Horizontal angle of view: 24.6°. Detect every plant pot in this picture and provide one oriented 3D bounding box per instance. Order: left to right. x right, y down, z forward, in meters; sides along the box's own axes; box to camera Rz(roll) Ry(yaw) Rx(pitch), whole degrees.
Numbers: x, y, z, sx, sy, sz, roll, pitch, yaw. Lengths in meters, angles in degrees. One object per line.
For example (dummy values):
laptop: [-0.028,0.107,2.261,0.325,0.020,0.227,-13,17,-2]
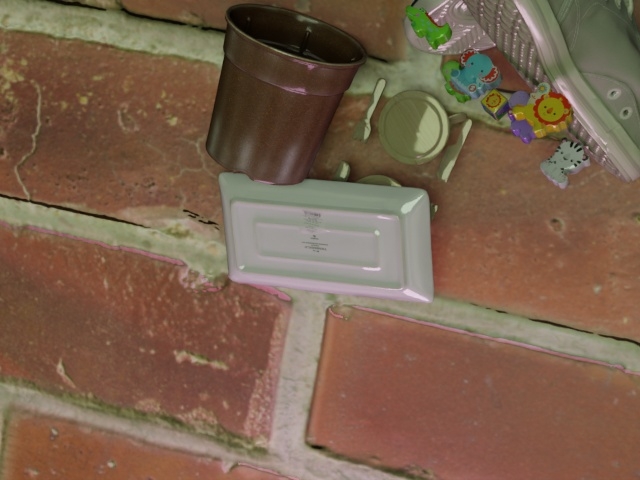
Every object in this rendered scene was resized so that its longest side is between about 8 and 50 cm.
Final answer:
plant pot: [-0.050,-0.162,1.676,0.167,0.167,0.165,23,115,9]

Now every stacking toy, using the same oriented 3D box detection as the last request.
stacking toy: [0.194,-0.160,1.573,0.052,0.167,0.221,-46,64,-1]

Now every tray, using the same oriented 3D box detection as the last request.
tray: [0.000,0.000,1.721,0.270,0.030,0.145,6,113,24]

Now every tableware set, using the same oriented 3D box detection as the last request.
tableware set: [0.092,-0.083,1.712,0.128,0.039,0.194,27,104,13]

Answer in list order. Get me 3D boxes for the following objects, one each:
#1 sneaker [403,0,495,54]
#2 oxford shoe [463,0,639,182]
sneaker: [0.216,-0.345,1.592,0.350,0.131,0.148,-38,51,34]
oxford shoe: [0.247,-0.232,1.503,0.130,0.169,0.449,-44,129,3]
